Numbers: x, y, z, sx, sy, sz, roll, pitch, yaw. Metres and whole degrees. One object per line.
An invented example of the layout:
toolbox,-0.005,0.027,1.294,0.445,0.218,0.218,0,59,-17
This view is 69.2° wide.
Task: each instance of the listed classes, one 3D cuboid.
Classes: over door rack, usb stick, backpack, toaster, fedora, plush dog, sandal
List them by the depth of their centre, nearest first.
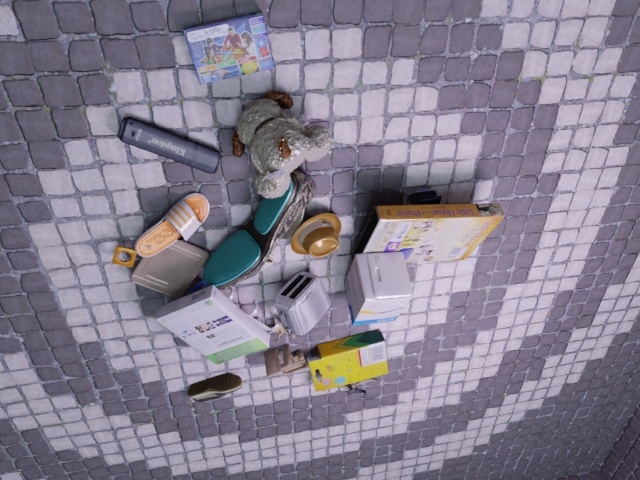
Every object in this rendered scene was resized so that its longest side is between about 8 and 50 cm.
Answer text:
plush dog,-0.135,-0.278,1.248,0.262,0.225,0.210,-43,161,4
usb stick,-0.414,-0.261,1.291,0.278,0.045,0.077,19,118,-23
sandal,-0.438,-0.031,1.396,0.265,0.076,0.102,-41,122,-3
fedora,0.000,0.000,1.512,0.194,0.079,0.194,-23,144,-18
backpack,0.339,-0.112,1.547,0.105,0.084,0.114,-11,133,-5
toaster,-0.057,0.212,1.622,0.227,0.129,0.146,-44,130,-31
over door rack,-0.336,0.289,1.659,0.324,0.108,0.239,-33,125,27

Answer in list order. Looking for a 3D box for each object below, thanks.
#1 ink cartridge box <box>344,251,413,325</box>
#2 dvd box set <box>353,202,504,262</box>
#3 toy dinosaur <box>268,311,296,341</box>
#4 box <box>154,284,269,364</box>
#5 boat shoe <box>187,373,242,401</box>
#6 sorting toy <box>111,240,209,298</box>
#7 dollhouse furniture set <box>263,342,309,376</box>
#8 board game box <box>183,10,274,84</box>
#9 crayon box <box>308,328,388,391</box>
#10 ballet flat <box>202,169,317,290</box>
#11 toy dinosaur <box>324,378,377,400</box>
ink cartridge box,0.193,0.167,1.600,0.168,0.171,0.233,-4,151,-10
dvd box set,0.348,-0.017,1.553,0.420,0.062,0.308,-3,151,-11
toy dinosaur,-0.160,0.324,1.757,0.092,0.053,0.183,-37,133,-6
box,-0.352,0.292,1.551,0.232,0.058,0.322,-22,129,20
boat shoe,-0.415,0.595,1.858,0.223,0.080,0.073,-13,131,2
sorting toy,-0.488,0.077,1.504,0.347,0.047,0.196,27,107,-30
dollhouse furniture set,-0.125,0.508,1.834,0.144,0.123,0.151,-20,126,1
board game box,-0.230,-0.491,1.185,0.201,0.035,0.136,-14,126,-4
crayon box,0.112,0.495,1.908,0.318,0.081,0.202,-13,125,-5
ballet flat,-0.171,-0.013,1.466,0.483,0.164,0.182,-50,147,18
toy dinosaur,0.139,0.625,1.984,0.268,0.118,0.064,2,107,-15
